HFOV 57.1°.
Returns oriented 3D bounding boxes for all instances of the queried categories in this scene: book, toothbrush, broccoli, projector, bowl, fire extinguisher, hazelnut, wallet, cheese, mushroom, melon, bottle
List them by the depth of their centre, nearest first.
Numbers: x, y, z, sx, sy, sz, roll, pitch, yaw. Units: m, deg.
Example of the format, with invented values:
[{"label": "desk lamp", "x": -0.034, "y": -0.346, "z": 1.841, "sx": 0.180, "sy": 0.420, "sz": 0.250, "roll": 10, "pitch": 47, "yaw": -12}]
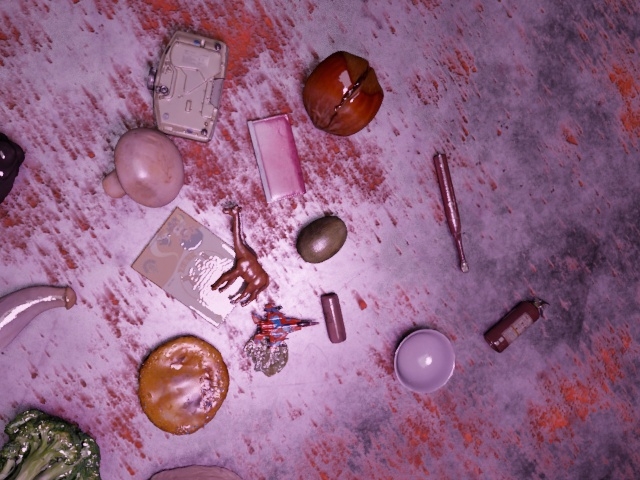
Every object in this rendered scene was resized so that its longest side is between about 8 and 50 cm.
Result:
[{"label": "broccoli", "x": -0.702, "y": 0.580, "z": 1.462, "sx": 0.307, "sy": 0.275, "sz": 0.308, "roll": 3, "pitch": 103, "yaw": 15}, {"label": "mushroom", "x": -0.766, "y": 0.183, "z": 1.504, "sx": 0.270, "sy": 0.103, "sz": 0.118, "roll": -34, "pitch": 98, "yaw": -13}, {"label": "mushroom", "x": -0.449, "y": -0.181, "z": 1.520, "sx": 0.206, "sy": 0.209, "sz": 0.207, "roll": 11, "pitch": 69, "yaw": -32}, {"label": "projector", "x": -0.355, "y": -0.408, "z": 1.556, "sx": 0.193, "sy": 0.088, "sz": 0.270, "roll": 10, "pitch": 91, "yaw": -14}, {"label": "cheese", "x": -0.343, "y": 0.777, "z": 1.590, "sx": 0.332, "sy": 0.153, "sz": 0.293, "roll": 14, "pitch": 90, "yaw": -10}, {"label": "hazelnut", "x": 0.061, "y": -0.389, "z": 1.594, "sx": 0.212, "sy": 0.181, "sz": 0.181, "roll": 39, "pitch": 66, "yaw": -20}, {"label": "book", "x": -0.338, "y": 0.077, "z": 1.621, "sx": 0.295, "sy": 0.020, "sz": 0.208, "roll": 37, "pitch": 85, "yaw": -11}, {"label": "melon", "x": 0.000, "y": 0.000, "z": 1.635, "sx": 0.167, "sy": 0.114, "sz": 0.114, "roll": -37, "pitch": 99, "yaw": -7}, {"label": "wallet", "x": -0.120, "y": -0.230, "z": 1.643, "sx": 0.119, "sy": 0.025, "sz": 0.232, "roll": -14, "pitch": 96, "yaw": -9}, {"label": "bottle", "x": 0.038, "y": 0.222, "z": 1.685, "sx": 0.053, "sy": 0.053, "sz": 0.140, "roll": -12, "pitch": 95, "yaw": -10}, {"label": "bowl", "x": 0.292, "y": 0.343, "z": 1.726, "sx": 0.188, "sy": 0.086, "sz": 0.189, "roll": -1, "pitch": 94, "yaw": -12}, {"label": "toothbrush", "x": 0.391, "y": -0.078, "z": 1.746, "sx": 0.040, "sy": 0.041, "sz": 0.364, "roll": -14, "pitch": 96, "yaw": -10}, {"label": "fire extinguisher", "x": 0.609, "y": 0.252, "z": 1.797, "sx": 0.231, "sy": 0.071, "sz": 0.099, "roll": -38, "pitch": 127, "yaw": -8}]

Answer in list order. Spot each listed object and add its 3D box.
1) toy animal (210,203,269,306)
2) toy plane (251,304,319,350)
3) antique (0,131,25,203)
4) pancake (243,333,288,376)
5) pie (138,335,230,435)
[{"label": "toy animal", "x": -0.220, "y": 0.046, "z": 1.598, "sx": 0.224, "sy": 0.066, "sz": 0.230, "roll": 36, "pitch": 94, "yaw": -10}, {"label": "toy plane", "x": -0.097, "y": 0.242, "z": 1.654, "sx": 0.189, "sy": 0.061, "sz": 0.130, "roll": -1, "pitch": 73, "yaw": -22}, {"label": "antique", "x": -0.890, "y": -0.202, "z": 1.414, "sx": 0.322, "sy": 0.185, "sz": 0.255, "roll": 45, "pitch": 86, "yaw": -6}, {"label": "pancake", "x": -0.148, "y": 0.321, "z": 1.670, "sx": 0.116, "sy": 0.022, "sz": 0.130, "roll": -30, "pitch": 98, "yaw": -11}, {"label": "pie", "x": -0.372, "y": 0.394, "z": 1.606, "sx": 0.273, "sy": 0.069, "sz": 0.274, "roll": -1, "pitch": 95, "yaw": -11}]
